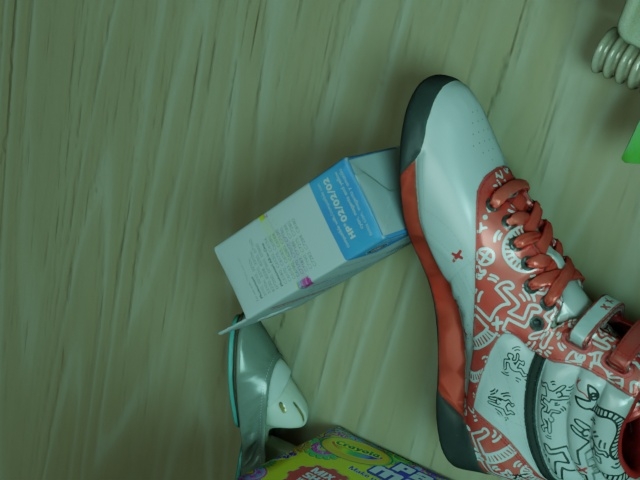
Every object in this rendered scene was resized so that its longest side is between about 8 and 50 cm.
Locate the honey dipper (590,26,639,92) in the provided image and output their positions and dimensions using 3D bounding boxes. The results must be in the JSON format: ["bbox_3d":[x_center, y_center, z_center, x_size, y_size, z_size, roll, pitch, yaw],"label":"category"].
[{"bbox_3d":[0.229,-0.075,0.554,0.161,0.030,0.030,34,120,26],"label":"honey dipper"}]

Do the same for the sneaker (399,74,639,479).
[{"bbox_3d":[0.139,0.026,0.615,0.145,0.090,0.270,1,105,38],"label":"sneaker"}]

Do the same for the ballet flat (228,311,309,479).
[{"bbox_3d":[-0.039,0.159,0.819,0.068,0.072,0.213,5,107,10],"label":"ballet flat"}]

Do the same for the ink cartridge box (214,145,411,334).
[{"bbox_3d":[0.000,0.000,0.710,0.181,0.104,0.061,-32,80,39],"label":"ink cartridge box"}]

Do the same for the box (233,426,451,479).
[{"bbox_3d":[0.060,0.331,0.698,0.290,0.177,0.279,18,111,35],"label":"box"}]

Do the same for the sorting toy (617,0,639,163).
[{"bbox_3d":[0.244,-0.122,0.441,0.196,0.047,0.347,32,138,21],"label":"sorting toy"}]
